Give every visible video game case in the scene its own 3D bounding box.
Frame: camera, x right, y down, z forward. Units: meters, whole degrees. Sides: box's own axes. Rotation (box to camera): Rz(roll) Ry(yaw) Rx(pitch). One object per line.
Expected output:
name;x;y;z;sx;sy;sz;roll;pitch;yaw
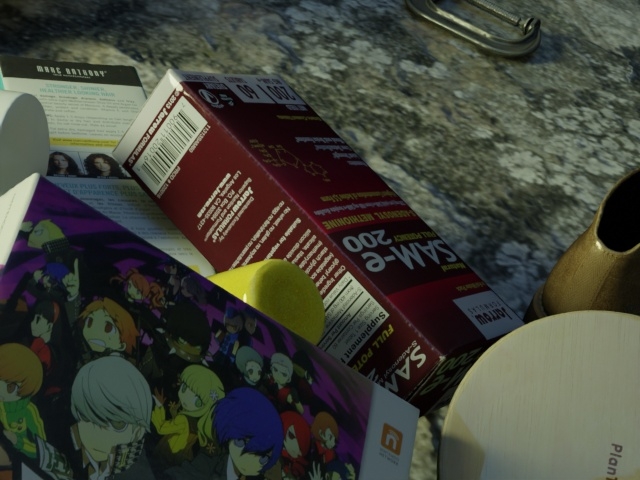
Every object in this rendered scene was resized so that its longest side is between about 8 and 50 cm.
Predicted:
video game case;-0.065;0.116;0.562;0.232;0.042;0.210;34;50;-26

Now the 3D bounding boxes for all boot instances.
boot;0.265;-0.006;0.973;0.112;0.115;0.305;33;35;24

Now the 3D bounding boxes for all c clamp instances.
c clamp;0.155;-0.229;1.319;0.160;0.022;0.137;35;37;24

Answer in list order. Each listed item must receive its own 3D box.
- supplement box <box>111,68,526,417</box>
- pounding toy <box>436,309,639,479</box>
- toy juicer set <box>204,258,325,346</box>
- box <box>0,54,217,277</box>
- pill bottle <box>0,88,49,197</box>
supplement box;0.000;0.000;0.808;0.239;0.073;0.130;47;24;17
pounding toy;0.127;0.158;0.709;0.183;0.110;0.237;42;68;14
toy juicer set;-0.132;0.098;0.604;0.329;0.089;0.209;9;64;-41
box;-0.147;-0.029;0.856;0.100;0.060;0.244;2;37;-24
pill bottle;-0.257;-0.058;0.773;0.184;0.103;0.103;8;32;12
